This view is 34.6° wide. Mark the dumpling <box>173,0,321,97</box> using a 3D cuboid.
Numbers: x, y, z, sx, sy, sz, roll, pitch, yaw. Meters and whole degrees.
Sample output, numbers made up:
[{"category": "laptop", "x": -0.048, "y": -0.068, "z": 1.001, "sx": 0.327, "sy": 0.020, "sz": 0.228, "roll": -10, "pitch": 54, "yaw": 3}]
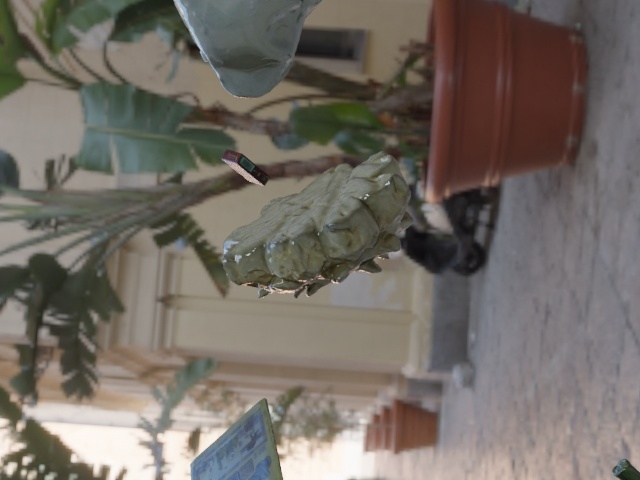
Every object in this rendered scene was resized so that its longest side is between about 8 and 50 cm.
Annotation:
[{"category": "dumpling", "x": -0.058, "y": -0.218, "z": 0.875, "sx": 0.100, "sy": 0.134, "sz": 0.169, "roll": 69, "pitch": 177, "yaw": -80}]

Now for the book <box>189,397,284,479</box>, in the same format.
[{"category": "book", "x": -0.127, "y": 0.343, "z": 1.522, "sx": 0.168, "sy": 0.013, "sz": 0.192, "roll": -43, "pitch": 28, "yaw": 12}]

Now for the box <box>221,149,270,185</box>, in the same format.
[{"category": "box", "x": -0.137, "y": -0.133, "z": 1.885, "sx": 0.082, "sy": 0.051, "sz": 0.023, "roll": 38, "pitch": -101, "yaw": -40}]

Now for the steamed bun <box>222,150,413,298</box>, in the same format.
[{"category": "steamed bun", "x": 0.000, "y": 0.000, "z": 1.472, "sx": 0.292, "sy": 0.295, "sz": 0.137, "roll": 2, "pitch": 126, "yaw": 57}]

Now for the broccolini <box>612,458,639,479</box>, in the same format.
[{"category": "broccolini", "x": 0.327, "y": 0.253, "z": 0.868, "sx": 0.044, "sy": 0.218, "sz": 0.042, "roll": -26, "pitch": 31, "yaw": 52}]
